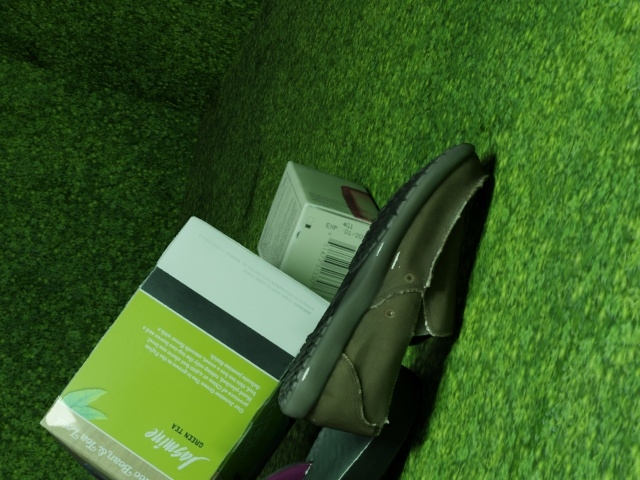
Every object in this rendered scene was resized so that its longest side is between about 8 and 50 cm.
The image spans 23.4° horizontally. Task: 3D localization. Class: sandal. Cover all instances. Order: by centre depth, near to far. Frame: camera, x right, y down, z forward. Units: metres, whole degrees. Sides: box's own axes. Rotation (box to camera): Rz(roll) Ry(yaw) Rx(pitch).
[{"bbox_3d":[-0.047,0.315,1.733,0.445,0.107,0.167,-60,21,-6],"label":"sandal"}]

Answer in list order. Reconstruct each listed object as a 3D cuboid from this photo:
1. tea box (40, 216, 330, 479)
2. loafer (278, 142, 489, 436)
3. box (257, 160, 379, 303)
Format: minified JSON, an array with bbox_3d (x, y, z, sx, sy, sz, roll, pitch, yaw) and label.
[{"bbox_3d":[-0.157,0.195,1.984,0.323,0.220,0.329,-54,-11,-13],"label":"tea box"},{"bbox_3d":[0.091,0.060,1.695,0.366,0.130,0.134,-58,6,-13],"label":"loafer"},{"bbox_3d":[0.000,0.000,2.165,0.232,0.127,0.148,-110,39,-71],"label":"box"}]
